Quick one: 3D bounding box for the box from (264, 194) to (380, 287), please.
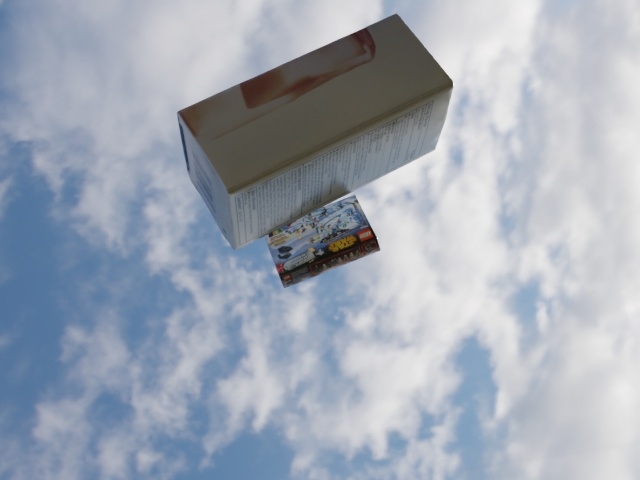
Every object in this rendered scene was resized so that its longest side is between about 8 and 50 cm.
[{"bbox_3d":[0.000,0.000,1.157,0.137,0.094,0.027,-21,-46,-2],"label":"box"}]

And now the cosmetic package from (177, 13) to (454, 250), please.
[{"bbox_3d":[-0.007,-0.129,1.043,0.296,0.153,0.129,-26,-114,-16],"label":"cosmetic package"}]
